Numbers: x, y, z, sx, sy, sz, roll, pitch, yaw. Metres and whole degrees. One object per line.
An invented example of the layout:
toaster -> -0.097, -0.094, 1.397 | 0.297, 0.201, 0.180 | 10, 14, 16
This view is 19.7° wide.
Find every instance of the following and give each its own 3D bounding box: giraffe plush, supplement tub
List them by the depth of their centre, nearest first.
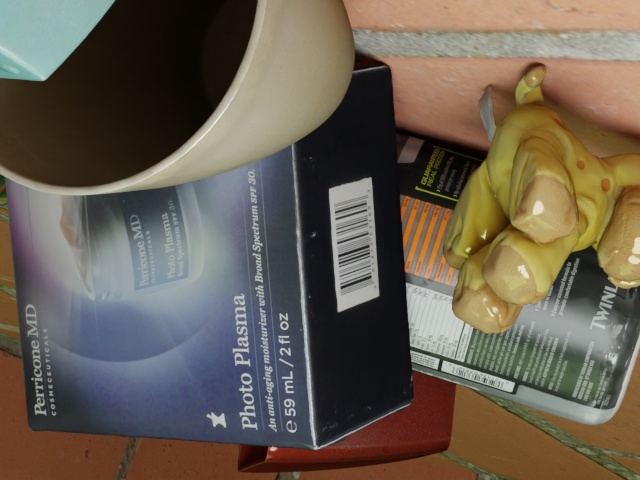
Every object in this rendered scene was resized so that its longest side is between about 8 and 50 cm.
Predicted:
giraffe plush -> 0.208, -0.022, 1.455 | 0.170, 0.210, 0.181 | 17, 144, -15
supplement tub -> 0.131, 0.026, 1.683 | 0.338, 0.207, 0.207 | 18, 167, 7

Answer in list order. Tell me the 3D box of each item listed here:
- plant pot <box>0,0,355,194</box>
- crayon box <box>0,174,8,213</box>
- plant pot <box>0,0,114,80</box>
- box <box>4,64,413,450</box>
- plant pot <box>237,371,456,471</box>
plant pot -> -0.090, -0.148, 1.275 | 0.256, 0.257, 0.274 | 12, -178, 25
crayon box -> -0.264, -0.055, 2.173 | 0.165, 0.081, 0.278 | 28, 164, -34
plant pot -> -0.185, -0.219, 1.045 | 0.165, 0.234, 0.165 | 9, 164, 38
box -> -0.098, 0.011, 1.556 | 0.294, 0.296, 0.182 | 0, -171, 31
plant pot -> 0.041, 0.167, 2.338 | 0.235, 0.267, 0.267 | 8, 169, -8
